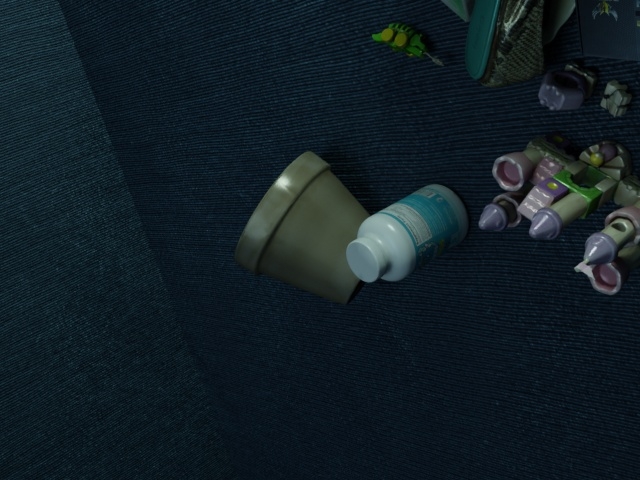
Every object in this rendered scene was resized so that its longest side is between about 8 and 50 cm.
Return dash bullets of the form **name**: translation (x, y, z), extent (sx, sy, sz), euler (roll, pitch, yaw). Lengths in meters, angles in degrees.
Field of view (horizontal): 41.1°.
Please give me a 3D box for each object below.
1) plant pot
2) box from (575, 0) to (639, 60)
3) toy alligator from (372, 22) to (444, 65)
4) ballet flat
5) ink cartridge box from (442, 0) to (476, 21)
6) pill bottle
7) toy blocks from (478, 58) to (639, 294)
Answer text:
- **plant pot**: translation (0.000, 0.000, 2.020), extent (0.280, 0.323, 0.323), euler (36, 140, 8)
- **box**: translation (0.482, -0.351, 1.233), extent (0.232, 0.059, 0.183), euler (20, 138, 44)
- **toy alligator**: translation (0.183, -0.397, 1.701), extent (0.189, 0.056, 0.051), euler (30, 94, 37)
- **ballet flat**: translation (0.337, -0.465, 1.354), extent (0.164, 0.182, 0.483), euler (-104, 8, -47)
- **ink cartridge box**: translation (0.190, -0.509, 1.522), extent (0.224, 0.056, 0.181), euler (45, -177, 20)
- **pill bottle**: translation (0.177, -0.008, 1.785), extent (0.146, 0.264, 0.146), euler (31, 136, 36)
- **toy blocks**: translation (0.417, -0.082, 1.436), extent (0.288, 0.260, 0.309), euler (39, 139, 30)
